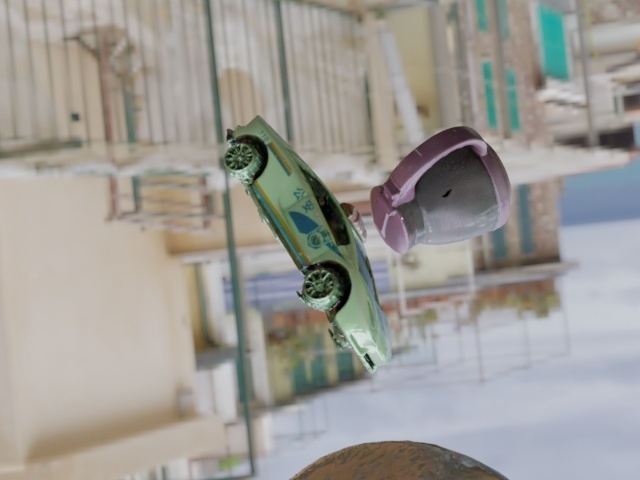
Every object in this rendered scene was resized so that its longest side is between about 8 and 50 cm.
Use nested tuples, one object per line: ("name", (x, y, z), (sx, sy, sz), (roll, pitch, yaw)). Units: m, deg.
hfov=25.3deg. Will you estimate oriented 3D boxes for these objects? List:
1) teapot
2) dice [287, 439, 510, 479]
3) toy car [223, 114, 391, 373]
("teapot", (0.127, -0.047, 1.525), (0.146, 0.116, 0.148), (-25, 177, -17))
("dice", (0.048, 0.258, 0.942), (0.194, 0.192, 0.193), (-13, -149, 45))
("toy car", (0.000, 0.000, 0.893), (0.058, 0.186, 0.093), (-32, 152, -1))
